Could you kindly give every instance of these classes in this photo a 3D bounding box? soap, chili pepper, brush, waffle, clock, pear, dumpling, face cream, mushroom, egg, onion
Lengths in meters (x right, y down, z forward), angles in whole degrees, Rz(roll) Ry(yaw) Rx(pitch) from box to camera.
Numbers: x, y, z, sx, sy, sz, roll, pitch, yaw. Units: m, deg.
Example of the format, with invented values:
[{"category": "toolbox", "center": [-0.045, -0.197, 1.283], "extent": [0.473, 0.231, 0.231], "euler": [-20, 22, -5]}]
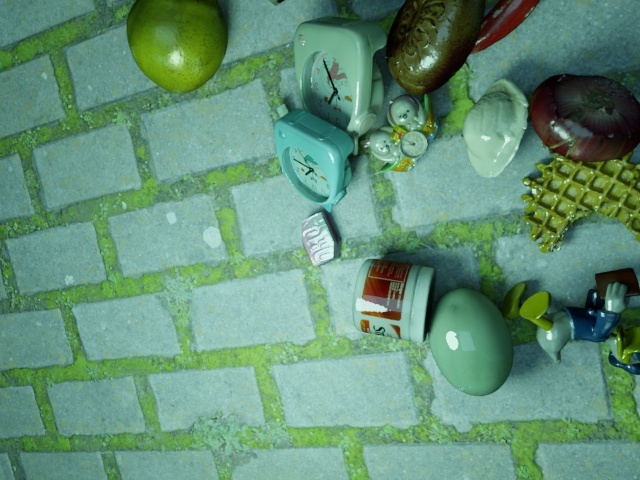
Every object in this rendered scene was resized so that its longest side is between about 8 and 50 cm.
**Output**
[{"category": "soap", "center": [0.000, 0.000, 1.469], "extent": [0.100, 0.056, 0.149], "euler": [-22, 92, 24]}, {"category": "chili pepper", "center": [0.451, -0.589, 1.187], "extent": [0.137, 0.092, 0.369], "euler": [39, 107, 25]}, {"category": "brush", "center": [-0.073, -0.304, 1.455], "extent": [0.033, 0.030, 0.179], "euler": [-24, 102, 14]}, {"category": "waffle", "center": [0.636, -0.102, 1.220], "extent": [0.292, 0.069, 0.260], "euler": [-12, 96, 20]}, {"category": "clock", "center": [0.051, -0.387, 1.294], "extent": [0.265, 0.108, 0.324], "euler": [32, 137, 43]}, {"category": "pear", "center": [-0.391, -0.552, 1.395], "extent": [0.294, 0.294, 0.294], "euler": [4, 101, 19]}, {"category": "dumpling", "center": [0.427, -0.268, 1.217], "extent": [0.216, 0.126, 0.166], "euler": [-57, 35, 5]}, {"category": "clock", "center": [0.210, -0.277, 1.305], "extent": [0.144, 0.103, 0.231], "euler": [27, 109, -13]}, {"category": "face cream", "center": [0.197, 0.156, 1.350], "extent": [0.187, 0.201, 0.201], "euler": [8, 103, 17]}, {"category": "mushroom", "center": [0.258, -0.485, 1.181], "extent": [0.163, 0.278, 0.297], "euler": [27, 148, -15]}, {"category": "egg", "center": [0.382, 0.259, 1.303], "extent": [0.202, 0.203, 0.283], "euler": [-12, 95, 21]}, {"category": "onion", "center": [0.587, -0.271, 1.139], "extent": [0.248, 0.161, 0.248], "euler": [0, 72, 0]}, {"category": "clock", "center": [-0.013, -0.202, 1.364], "extent": [0.223, 0.094, 0.274], "euler": [35, 153, 26]}]

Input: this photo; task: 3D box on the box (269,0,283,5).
[{"category": "box", "center": [-0.070, -0.740, 1.355], "extent": [0.201, 0.058, 0.141], "euler": [-18, 94, 21]}]

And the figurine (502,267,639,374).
[{"category": "figurine", "center": [0.670, 0.193, 1.239], "extent": [0.338, 0.204, 0.283], "euler": [39, 103, -4]}]
